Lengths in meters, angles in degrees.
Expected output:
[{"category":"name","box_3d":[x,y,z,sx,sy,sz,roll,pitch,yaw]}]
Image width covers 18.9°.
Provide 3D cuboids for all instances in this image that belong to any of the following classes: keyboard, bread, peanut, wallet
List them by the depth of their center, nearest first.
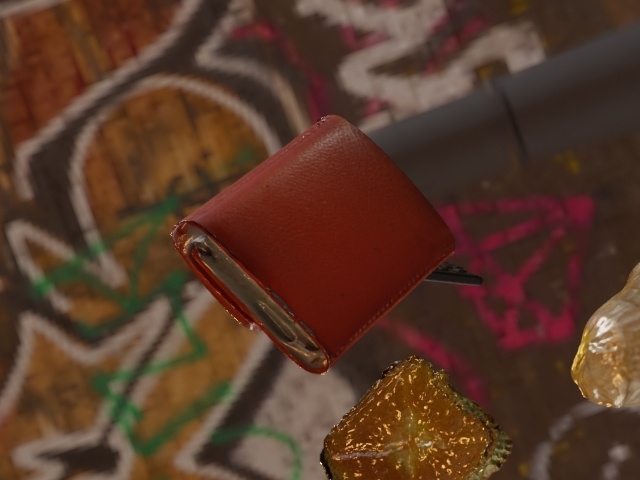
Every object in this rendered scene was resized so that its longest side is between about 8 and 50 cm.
[{"category":"wallet","box_3d":[0.000,0.000,1.354,0.142,0.045,0.204,45,-141,4]},{"category":"bread","box_3d":[0.078,0.177,1.577,0.128,0.140,0.069,41,-179,24]},{"category":"peanut","box_3d":[0.276,0.071,1.598,0.207,0.087,0.087,-42,-61,-47]},{"category":"keyboard","box_3d":[0.053,0.026,1.713,0.103,0.381,0.041,23,98,58]}]
